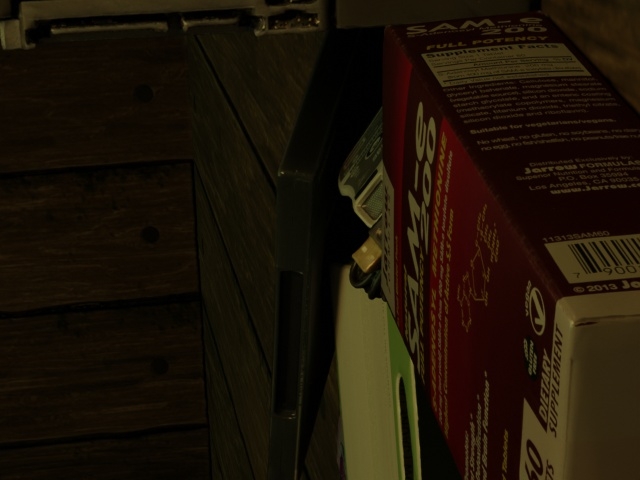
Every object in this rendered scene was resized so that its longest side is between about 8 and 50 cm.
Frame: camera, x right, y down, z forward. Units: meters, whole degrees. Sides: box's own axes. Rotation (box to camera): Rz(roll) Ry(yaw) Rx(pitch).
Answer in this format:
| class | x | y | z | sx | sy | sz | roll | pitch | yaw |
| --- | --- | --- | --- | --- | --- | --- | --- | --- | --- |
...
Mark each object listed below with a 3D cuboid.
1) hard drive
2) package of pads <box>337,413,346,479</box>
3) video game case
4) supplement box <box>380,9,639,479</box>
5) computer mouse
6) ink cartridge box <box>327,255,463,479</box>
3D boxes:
| class | x | y | z | sx | sy | sz | roll | pitch | yaw |
| --- | --- | --- | --- | --- | --- | --- | --- | --- | --- |
| hard drive | -0.053 | -0.164 | 0.738 | 0.339 | 0.236 | 0.064 | -116 | 23 | -68 |
| package of pads | 0.033 | 0.162 | 1.017 | 0.083 | 0.032 | 0.050 | -110 | 19 | -58 |
| video game case | 0.000 | 0.000 | 0.948 | 0.196 | 0.026 | 0.274 | -73 | -11 | -46 |
| supplement box | 0.080 | 0.019 | 0.526 | 0.239 | 0.073 | 0.130 | -110 | 17 | -61 |
| computer mouse | 0.049 | -0.034 | 0.735 | 0.106 | 0.042 | 0.193 | -56 | 10 | 10 |
| ink cartridge box | 0.052 | 0.097 | 0.791 | 0.235 | 0.056 | 0.171 | -171 | 76 | -80 |
